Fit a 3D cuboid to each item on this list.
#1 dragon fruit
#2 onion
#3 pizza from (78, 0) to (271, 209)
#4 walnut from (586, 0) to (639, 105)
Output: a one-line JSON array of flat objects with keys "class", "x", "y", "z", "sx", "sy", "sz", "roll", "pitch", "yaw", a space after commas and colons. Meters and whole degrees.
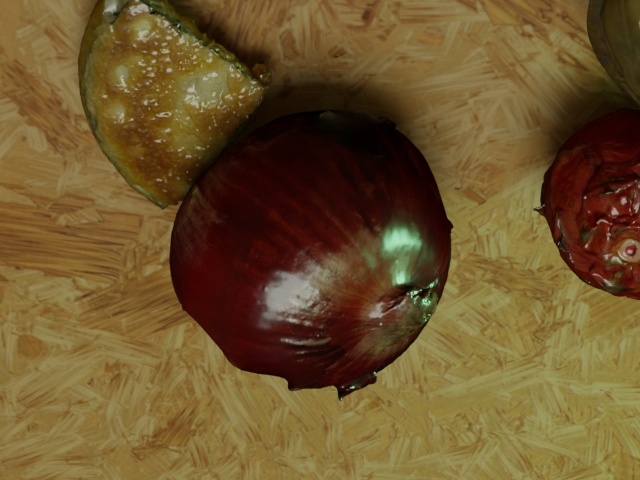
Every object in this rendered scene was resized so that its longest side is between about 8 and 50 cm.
[{"class": "dragon fruit", "x": 0.372, "y": -0.041, "z": 1.863, "sx": 0.252, "sy": 0.241, "sz": 0.241, "roll": -6, "pitch": 146, "yaw": -49}, {"class": "onion", "x": -0.002, "y": -0.004, "z": 1.882, "sx": 0.341, "sy": 0.341, "sz": 0.341, "roll": 1, "pitch": 131, "yaw": 1}, {"class": "pizza", "x": -0.168, "y": -0.174, "z": 1.881, "sx": 0.226, "sy": 0.086, "sz": 0.335, "roll": -7, "pitch": 132, "yaw": 1}, {"class": "walnut", "x": 0.398, "y": -0.232, "z": 1.751, "sx": 0.198, "sy": 0.198, "sz": 0.245, "roll": -26, "pitch": 116, "yaw": 22}]
